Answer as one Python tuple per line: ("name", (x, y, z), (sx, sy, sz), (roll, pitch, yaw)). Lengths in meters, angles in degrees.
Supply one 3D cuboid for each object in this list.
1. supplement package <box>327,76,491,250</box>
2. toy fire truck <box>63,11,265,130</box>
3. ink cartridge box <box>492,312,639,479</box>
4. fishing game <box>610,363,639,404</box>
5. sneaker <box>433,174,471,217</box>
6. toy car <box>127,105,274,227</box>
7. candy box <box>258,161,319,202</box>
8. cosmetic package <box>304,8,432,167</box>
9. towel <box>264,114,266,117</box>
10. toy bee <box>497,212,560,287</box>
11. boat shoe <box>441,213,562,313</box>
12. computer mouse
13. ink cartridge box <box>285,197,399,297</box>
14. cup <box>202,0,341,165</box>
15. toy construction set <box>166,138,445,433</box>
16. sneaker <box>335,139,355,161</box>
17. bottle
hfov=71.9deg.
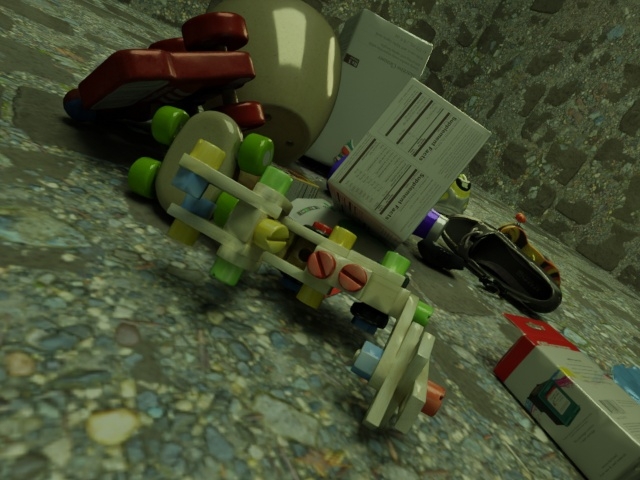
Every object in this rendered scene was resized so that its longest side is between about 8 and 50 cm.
("supplement package", (0.137, -0.105, 0.753), (0.145, 0.204, 0.262), (39, -2, 7))
("toy fire truck", (-0.252, -0.240, 0.695), (0.302, 0.169, 0.254), (2, 16, 46))
("ink cartridge box", (0.342, 0.208, 0.609), (0.134, 0.077, 0.231), (16, 25, -34))
("fishing game", (0.621, 0.306, 0.807), (0.264, 0.041, 0.189), (0, 35, -39))
("sneaker", (0.441, -0.171, 1.515), (0.145, 0.147, 0.384), (25, 20, -7))
("toy car", (-0.142, -0.084, 0.633), (0.155, 0.148, 0.188), (21, -6, 11))
("candy box", (-0.107, -0.118, 0.797), (0.187, 0.053, 0.109), (18, 14, -31))
("cosmetic package", (0.104, -0.370, 1.178), (0.218, 0.384, 0.156), (18, 9, -19))
("towel", (-0.108, -0.371, 1.381), (0.228, 0.076, 0.308), (-6, 40, -46))
("toy bee", (0.506, 0.022, 1.136), (0.299, 0.162, 0.195), (24, 23, -14))
("boat shoe", (0.414, 0.036, 1.036), (0.335, 0.112, 0.096), (45, 7, 30))
("computer mouse", (0.306, 0.068, 0.954), (0.242, 0.041, 0.071), (30, -5, -11))
("ink cartridge box", (0.000, 0.000, 0.685), (0.181, 0.056, 0.225), (38, 21, 23))
("cup", (-0.109, -0.295, 0.928), (0.332, 0.331, 0.236), (17, 51, -30))
("toy construction set", (0.003, 0.037, 0.464), (0.328, 0.151, 0.215), (42, -1, 11))
("sneaker", (0.121, -0.195, 1.117), (0.162, 0.075, 0.057), (27, 13, -16))
("bottle", (0.153, -0.093, 1.005), (0.283, 0.092, 0.118), (34, 48, 18))
